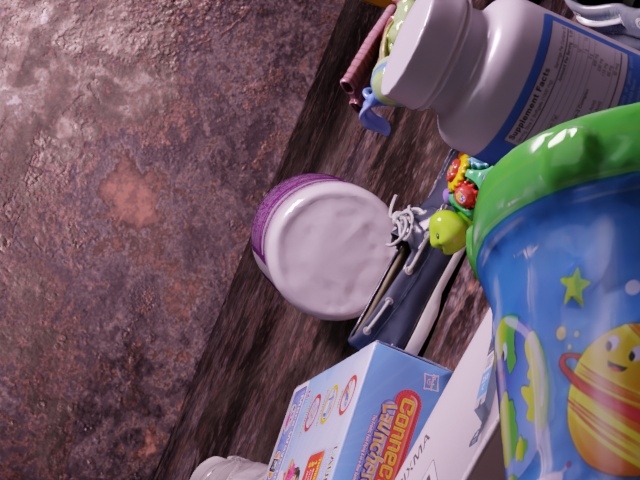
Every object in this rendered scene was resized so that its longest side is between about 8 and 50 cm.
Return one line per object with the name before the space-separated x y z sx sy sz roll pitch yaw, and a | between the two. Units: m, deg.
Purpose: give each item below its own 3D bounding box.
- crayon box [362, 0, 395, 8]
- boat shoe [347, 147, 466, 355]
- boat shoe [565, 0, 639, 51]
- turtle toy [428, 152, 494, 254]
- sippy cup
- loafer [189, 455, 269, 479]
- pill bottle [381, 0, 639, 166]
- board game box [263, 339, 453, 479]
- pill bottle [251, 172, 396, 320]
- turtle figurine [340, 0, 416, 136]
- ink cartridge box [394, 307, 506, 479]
crayon box | 0.105 -0.399 1.760 0.318 0.081 0.202 128 156 -66
boat shoe | 0.104 0.007 1.640 0.095 0.079 0.254 -151 84 -81
boat shoe | 0.268 -0.194 1.142 0.319 0.099 0.116 -169 101 -80
turtle toy | 0.153 -0.044 1.530 0.095 0.066 0.130 180 113 -80
sippy cup | 0.179 0.086 0.697 0.305 0.240 0.224 52 -141 -56
loafer | -0.108 0.312 1.844 0.319 0.111 0.112 98 -169 -77
pill bottle | 0.163 -0.107 1.150 0.124 0.222 0.124 -157 90 -81
board game box | 0.003 0.280 1.556 0.302 0.086 0.308 140 151 -69
pill bottle | 0.000 0.000 1.959 0.301 0.169 0.169 -143 76 -80
turtle figurine | 0.165 -0.225 1.585 0.274 0.198 0.266 -58 -3 28
ink cartridge box | 0.140 0.115 1.248 0.261 0.066 0.296 -93 28 -66
